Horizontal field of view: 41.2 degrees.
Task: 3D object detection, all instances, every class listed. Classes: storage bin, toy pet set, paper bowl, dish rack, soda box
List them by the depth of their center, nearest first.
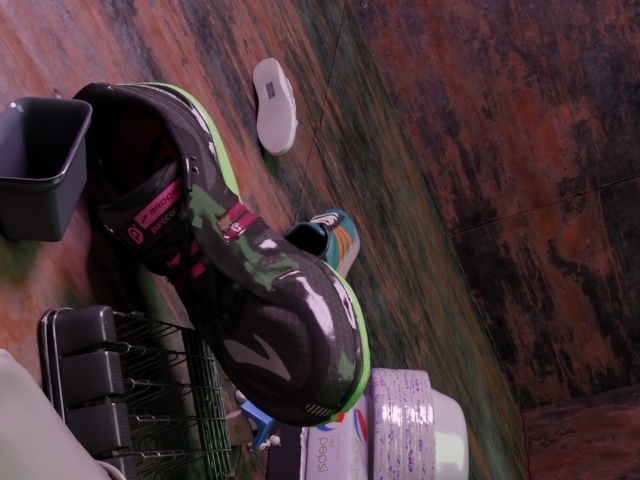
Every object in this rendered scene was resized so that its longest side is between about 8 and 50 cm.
[{"bbox_3d":[-0.278,-0.066,0.830,0.135,0.098,0.091,-87,-179,-50],"label":"storage bin"},{"bbox_3d":[-0.181,0.179,0.916,0.271,0.074,0.208,31,46,-68],"label":"dish rack"},{"bbox_3d":[-0.086,0.231,1.164,0.114,0.065,0.122,-21,93,-73],"label":"toy pet set"},{"bbox_3d":[0.026,0.303,1.225,0.216,0.069,0.074,-87,154,-50],"label":"soda box"},{"bbox_3d":[0.144,0.345,1.328,0.284,0.148,0.284,-177,-90,-89],"label":"paper bowl"}]

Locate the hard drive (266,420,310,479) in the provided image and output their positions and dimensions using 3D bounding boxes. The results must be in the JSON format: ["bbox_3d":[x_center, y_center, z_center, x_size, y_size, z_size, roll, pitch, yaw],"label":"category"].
[{"bbox_3d":[-0.003,0.377,1.289,0.339,0.064,0.237,-89,156,-47],"label":"hard drive"}]

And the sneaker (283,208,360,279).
[{"bbox_3d":[0.000,0.000,1.581,0.302,0.108,0.121,-73,147,-59],"label":"sneaker"}]

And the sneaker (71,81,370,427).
[{"bbox_3d":[-0.135,0.011,0.930,0.483,0.185,0.202,49,18,21],"label":"sneaker"}]

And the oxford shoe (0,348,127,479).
[{"bbox_3d":[-0.169,0.272,0.698,0.169,0.130,0.449,-85,158,-67],"label":"oxford shoe"}]

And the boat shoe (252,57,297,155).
[{"bbox_3d":[-0.076,-0.247,1.631,0.081,0.079,0.228,42,32,-52],"label":"boat shoe"}]
